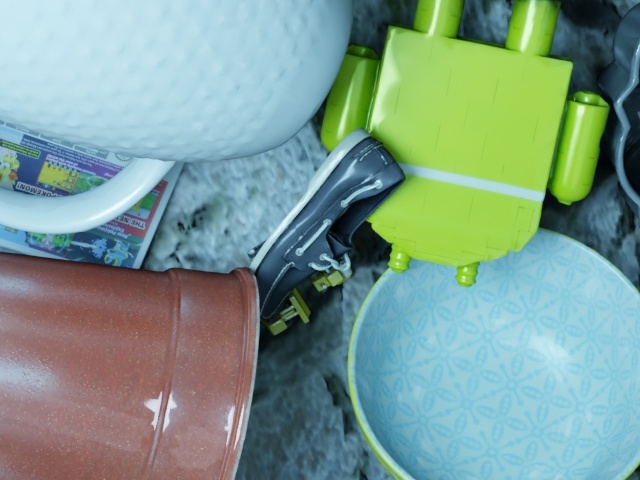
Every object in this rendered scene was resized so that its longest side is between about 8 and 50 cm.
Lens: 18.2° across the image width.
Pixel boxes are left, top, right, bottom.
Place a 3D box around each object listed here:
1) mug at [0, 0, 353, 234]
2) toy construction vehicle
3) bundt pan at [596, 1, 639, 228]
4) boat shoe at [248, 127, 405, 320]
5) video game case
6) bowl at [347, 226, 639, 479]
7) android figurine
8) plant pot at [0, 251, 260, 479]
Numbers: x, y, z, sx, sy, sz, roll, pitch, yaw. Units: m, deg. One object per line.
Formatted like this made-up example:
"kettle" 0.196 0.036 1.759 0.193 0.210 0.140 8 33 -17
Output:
"mug" -0.178 -0.166 1.587 0.328 0.276 0.374 22 114 -28
"toy construction vehicle" -0.021 0.035 1.832 0.098 0.035 0.086 -31 116 -4
"bundt pan" 0.400 -0.135 1.853 0.331 0.124 0.330 -6 111 -15
"boat shoe" 0.000 0.000 1.746 0.065 0.075 0.206 39 110 13
"video game case" -0.222 -0.071 1.736 0.201 0.023 0.183 19 103 -24
"bowl" 0.164 0.144 1.848 0.289 0.289 0.156 -16 157 -11
"android figurine" 0.125 -0.093 1.772 0.248 0.056 0.272 10 103 2
"plant pot" -0.216 0.128 1.696 0.265 0.272 0.272 13 106 -13
